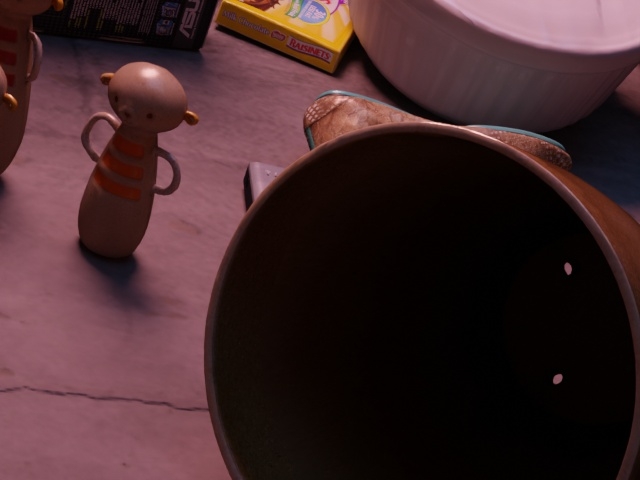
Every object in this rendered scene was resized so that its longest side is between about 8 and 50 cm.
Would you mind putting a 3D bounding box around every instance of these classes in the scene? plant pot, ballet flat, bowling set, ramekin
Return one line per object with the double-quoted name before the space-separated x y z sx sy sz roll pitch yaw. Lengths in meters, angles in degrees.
"plant pot" 0.105 0.056 0.949 0.237 0.237 0.254 35 19 24
"ballet flat" 0.084 -0.052 1.263 0.206 0.073 0.067 10 58 -14
"bowling set" -0.230 -0.089 1.019 0.287 0.154 0.200 29 30 15
"ramekin" 0.147 -0.203 1.416 0.272 0.127 0.273 10 48 -12

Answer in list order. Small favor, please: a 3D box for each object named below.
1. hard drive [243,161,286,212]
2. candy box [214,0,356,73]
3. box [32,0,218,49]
"hard drive" 0.000 0.000 1.150 0.094 0.022 0.135 12 31 -15
"candy box" -0.011 -0.206 1.480 0.105 0.027 0.206 25 30 1
"box" -0.153 -0.275 1.259 0.216 0.270 0.060 3 35 -27
